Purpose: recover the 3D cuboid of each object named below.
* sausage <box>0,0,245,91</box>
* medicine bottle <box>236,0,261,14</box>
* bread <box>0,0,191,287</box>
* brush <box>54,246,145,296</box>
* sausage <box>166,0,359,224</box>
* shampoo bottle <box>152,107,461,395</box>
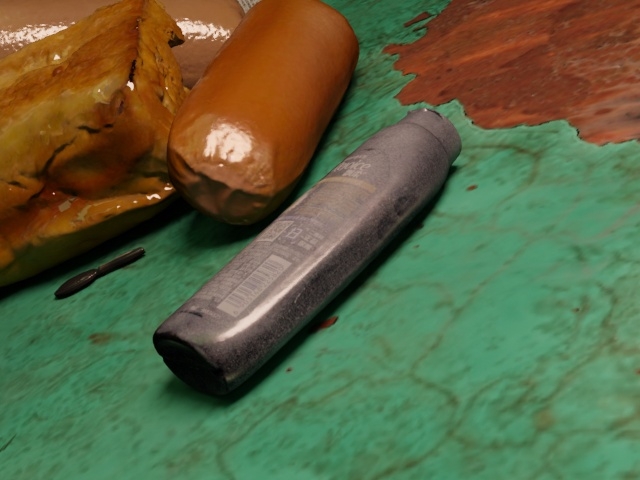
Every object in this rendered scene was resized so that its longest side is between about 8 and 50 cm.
[{"bbox_3d":[-0.193,-0.175,1.111,0.253,0.123,0.123,-4,22,-10],"label":"sausage"},{"bbox_3d":[-0.097,-0.260,1.288,0.183,0.086,0.086,-39,26,-18],"label":"medicine bottle"},{"bbox_3d":[-0.246,-0.058,0.992,0.344,0.149,0.195,-22,40,17],"label":"bread"},{"bbox_3d":[-0.173,0.024,0.918,0.083,0.008,0.024,-25,22,12],"label":"brush"},{"bbox_3d":[-0.040,-0.110,0.917,0.105,0.105,0.274,-17,28,27],"label":"sausage"},{"bbox_3d":[0.000,0.000,0.723,0.234,0.049,0.087,-43,26,-27],"label":"shampoo bottle"}]
